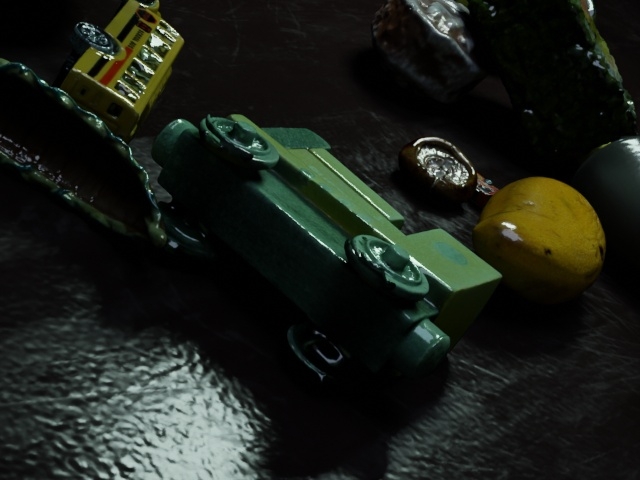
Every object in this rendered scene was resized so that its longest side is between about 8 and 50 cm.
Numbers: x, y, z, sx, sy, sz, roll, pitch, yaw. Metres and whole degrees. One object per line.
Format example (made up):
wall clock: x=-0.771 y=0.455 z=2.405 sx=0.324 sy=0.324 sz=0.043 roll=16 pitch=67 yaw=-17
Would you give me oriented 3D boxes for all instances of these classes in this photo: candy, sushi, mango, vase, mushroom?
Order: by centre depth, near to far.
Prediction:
mango: x=0.281 y=0.006 z=1.438 sx=0.177 sy=0.120 sz=0.295 roll=43 pitch=33 yaw=12
mushroom: x=0.168 y=-0.098 z=1.577 sx=0.123 sy=0.052 sz=0.123 roll=14 pitch=43 yaw=-14
vase: x=0.504 y=0.010 z=1.585 sx=0.173 sy=0.173 sz=0.321 roll=7 pitch=40 yaw=-33
sushi: x=0.402 y=-0.311 z=1.869 sx=0.351 sy=0.178 sz=0.294 roll=65 pitch=22 yaw=-1
candy: x=0.189 y=-0.339 z=1.891 sx=0.214 sy=0.157 sz=0.289 roll=45 pitch=22 yaw=-4

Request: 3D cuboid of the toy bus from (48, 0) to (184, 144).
toy bus: x=-0.250 y=-0.209 z=1.343 sx=0.123 sy=0.121 sz=0.335 roll=31 pitch=27 yaw=-11

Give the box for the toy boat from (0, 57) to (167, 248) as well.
toy boat: x=-0.258 y=-0.085 z=1.146 sx=0.293 sy=0.108 sz=0.099 roll=36 pitch=16 yaw=10

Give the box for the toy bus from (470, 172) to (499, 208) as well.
toy bus: x=0.217 y=-0.089 z=1.629 sx=0.043 sy=0.031 sz=0.110 roll=-11 pitch=45 yaw=-46

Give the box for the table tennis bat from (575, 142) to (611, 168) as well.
table tennis bat: x=0.585 y=-0.129 z=1.994 sx=0.224 sy=0.054 sz=0.369 roll=34 pitch=33 yaw=15

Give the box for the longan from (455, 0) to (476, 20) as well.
longan: x=0.329 y=-0.419 z=2.177 sx=0.145 sy=0.176 sz=0.154 roll=-24 pitch=67 yaw=-4

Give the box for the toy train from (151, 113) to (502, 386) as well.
toy train: x=0.000 y=0.000 z=1.179 sx=0.397 sy=0.160 sz=0.253 roll=40 pitch=24 yaw=21
